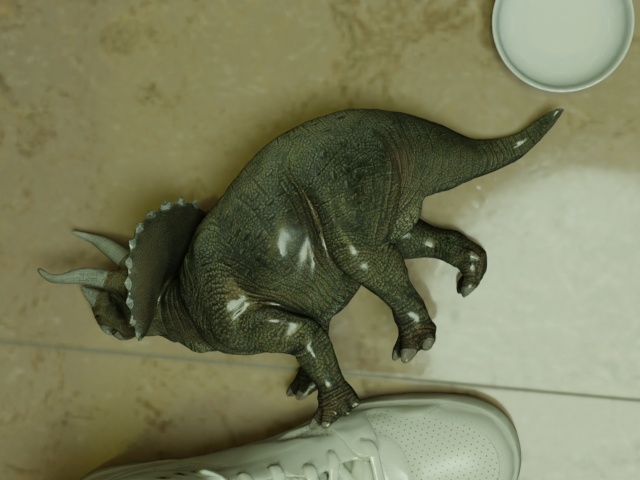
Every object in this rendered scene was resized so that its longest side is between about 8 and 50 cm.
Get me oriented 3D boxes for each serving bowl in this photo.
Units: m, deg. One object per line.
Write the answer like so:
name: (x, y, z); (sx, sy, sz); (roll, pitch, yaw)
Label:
serving bowl: (0.143, -0.129, 0.839); (0.083, 0.027, 0.083); (0, 92, 5)

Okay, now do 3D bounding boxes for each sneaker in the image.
sneaker: (-0.025, 0.162, 0.799); (0.292, 0.169, 0.108); (-14, 90, 4)

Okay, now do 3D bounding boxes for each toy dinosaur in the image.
toy dinosaur: (0.000, 0.000, 0.814); (0.313, 0.121, 0.160); (-34, 102, 10)
